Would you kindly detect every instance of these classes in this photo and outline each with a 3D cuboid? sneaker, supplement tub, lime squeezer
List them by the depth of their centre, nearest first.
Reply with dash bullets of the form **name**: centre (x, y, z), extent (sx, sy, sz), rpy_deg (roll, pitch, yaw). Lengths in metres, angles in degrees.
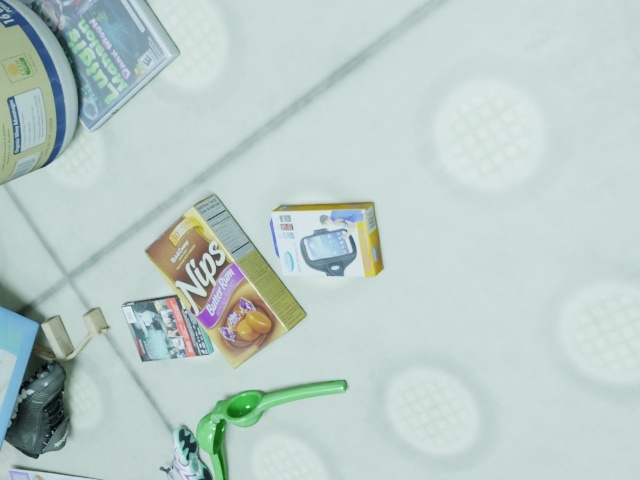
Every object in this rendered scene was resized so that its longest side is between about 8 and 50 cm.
- **supplement tub**: centre (-0.464, -0.144, 0.975), extent (0.228, 0.316, 0.228), rpy_deg (17, 122, 28)
- **lime squeezer**: centre (-0.096, 0.248, 1.112), extent (0.110, 0.059, 0.310), rpy_deg (44, 122, 6)
- **sneaker**: centre (-0.200, 0.308, 1.200), extent (0.069, 0.038, 0.098), rpy_deg (-14, 102, 30)
- **sneaker**: centre (-0.403, 0.255, 1.259), extent (0.106, 0.078, 0.234), rpy_deg (44, 133, -3)

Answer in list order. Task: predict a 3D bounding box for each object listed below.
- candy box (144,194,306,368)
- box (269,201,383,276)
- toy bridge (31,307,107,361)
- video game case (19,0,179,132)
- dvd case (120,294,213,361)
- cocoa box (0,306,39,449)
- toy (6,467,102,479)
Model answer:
- **candy box**: centre (-0.118, 0.051, 1.047), extent (0.109, 0.053, 0.187), rpy_deg (-38, 89, 34)
- **box**: centre (0.000, 0.000, 0.980), extent (0.136, 0.028, 0.081), rpy_deg (-2, 109, 26)
- **toy bridge**: centre (-0.373, 0.140, 1.230), extent (0.188, 0.026, 0.063), rpy_deg (-11, 106, 30)
- **video game case**: centre (-0.277, -0.251, 1.026), extent (0.173, 0.022, 0.190), rpy_deg (-32, 93, 33)
- **dvd case**: centre (-0.204, 0.116, 1.141), extent (0.119, 0.013, 0.087), rpy_deg (-11, 104, 29)
- **cocoa box**: centre (-0.593, 0.177, 1.122), extent (0.347, 0.231, 0.228), rpy_deg (30, 127, -26)
- **toy**: centre (-0.397, 0.437, 1.343), extent (0.237, 0.056, 0.137), rpy_deg (2, 112, 27)
